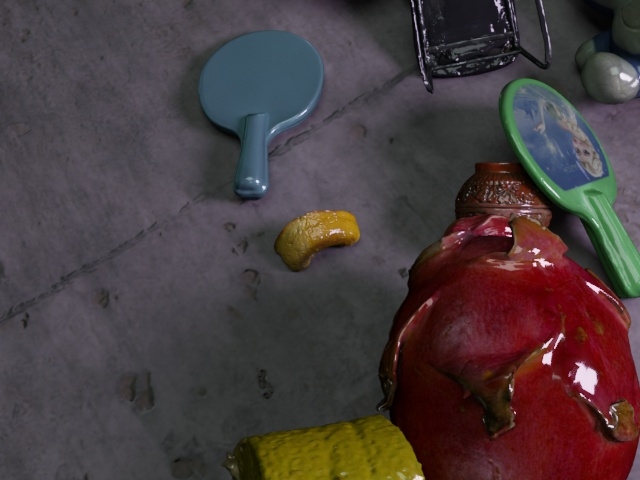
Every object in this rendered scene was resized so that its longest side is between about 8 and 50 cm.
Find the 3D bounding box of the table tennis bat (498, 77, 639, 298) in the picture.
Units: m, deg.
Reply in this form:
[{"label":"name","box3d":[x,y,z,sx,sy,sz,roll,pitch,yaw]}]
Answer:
[{"label":"table tennis bat","box3d":[0.264,-0.057,1.096,0.160,0.039,0.257,-11,70,-48]}]

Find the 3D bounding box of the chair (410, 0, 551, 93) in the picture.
[{"label":"chair","box3d":[0.163,-0.260,1.226,0.140,0.221,0.145,-11,103,2]}]

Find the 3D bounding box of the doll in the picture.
[{"label":"doll","box3d":[0.361,-0.285,1.159,0.154,0.228,0.259,-2,69,-37]}]

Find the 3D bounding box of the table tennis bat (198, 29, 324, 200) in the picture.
[{"label":"table tennis bat","box3d":[-0.070,-0.149,1.236,0.149,0.038,0.237,-2,57,6]}]

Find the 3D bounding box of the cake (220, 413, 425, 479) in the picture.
[{"label":"cake","box3d":[0.006,0.245,0.877,0.156,0.260,0.179,-5,72,-14]}]

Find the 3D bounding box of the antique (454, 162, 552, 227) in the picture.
[{"label":"antique","box3d":[0.186,-0.030,1.096,0.104,0.104,0.104,-4,61,7]}]

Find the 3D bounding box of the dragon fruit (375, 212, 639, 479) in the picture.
[{"label":"dragon fruit","box3d":[0.165,0.130,0.936,0.250,0.250,0.315,13,57,15]}]

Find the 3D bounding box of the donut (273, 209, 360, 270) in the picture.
[{"label":"donut","box3d":[0.000,0.000,1.147,0.083,0.067,0.038,-1,48,-29]}]
